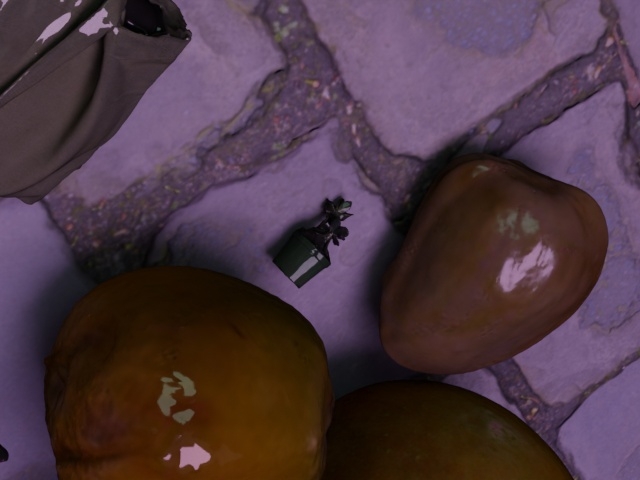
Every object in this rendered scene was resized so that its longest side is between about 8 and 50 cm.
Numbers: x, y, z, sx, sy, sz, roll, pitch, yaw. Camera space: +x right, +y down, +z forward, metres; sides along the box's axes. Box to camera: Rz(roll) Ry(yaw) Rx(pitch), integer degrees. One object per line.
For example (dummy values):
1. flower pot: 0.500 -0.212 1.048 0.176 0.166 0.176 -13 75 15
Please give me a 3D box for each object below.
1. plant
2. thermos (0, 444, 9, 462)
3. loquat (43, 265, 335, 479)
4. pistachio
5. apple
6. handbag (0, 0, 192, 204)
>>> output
1. plant: 0.000 0.000 1.663 0.102 0.051 0.051 -46 135 -1
2. thermos: -0.406 0.306 1.613 0.109 0.136 0.330 -24 141 -55
3. loquat: -0.122 0.152 1.544 0.283 0.276 0.276 3 123 -15
4. pistachio: 0.180 0.038 1.734 0.212 0.163 0.260 29 110 -9
5. apple: 0.115 0.348 1.776 0.374 0.374 0.384 1 116 -34
6. handbag: -0.276 -0.148 1.310 0.253 0.109 0.316 -42 137 23
